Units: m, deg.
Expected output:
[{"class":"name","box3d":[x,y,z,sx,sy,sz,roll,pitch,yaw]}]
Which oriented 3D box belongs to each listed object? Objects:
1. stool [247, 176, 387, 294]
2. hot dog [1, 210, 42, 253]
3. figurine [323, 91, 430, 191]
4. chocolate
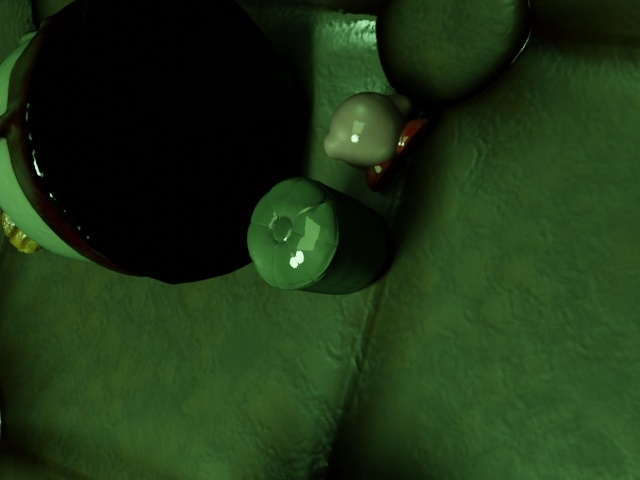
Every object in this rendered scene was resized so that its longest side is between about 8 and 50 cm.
[{"class":"stool","box3d":[0.000,0.000,1.094,0.096,0.110,0.096,-8,76,35]},{"class":"hot dog","box3d":[-0.281,-0.056,1.358,0.165,0.045,0.071,-52,56,16]},{"class":"figurine","box3d":[0.045,-0.095,1.112,0.071,0.067,0.083,43,90,15]},{"class":"chocolate","box3d":[-0.177,-0.093,1.181,0.186,0.283,0.284,-11,71,57]}]
